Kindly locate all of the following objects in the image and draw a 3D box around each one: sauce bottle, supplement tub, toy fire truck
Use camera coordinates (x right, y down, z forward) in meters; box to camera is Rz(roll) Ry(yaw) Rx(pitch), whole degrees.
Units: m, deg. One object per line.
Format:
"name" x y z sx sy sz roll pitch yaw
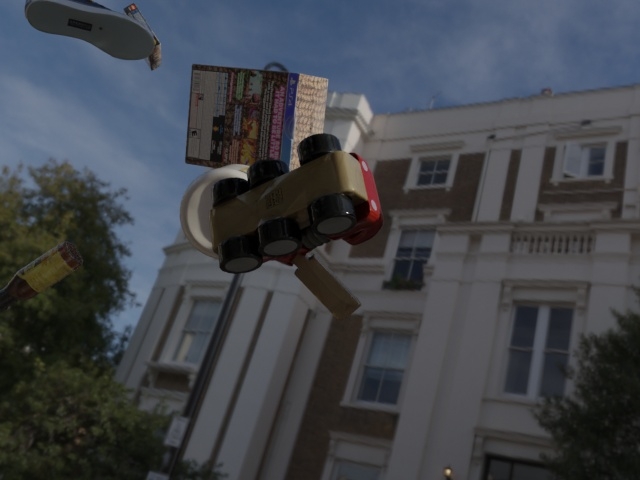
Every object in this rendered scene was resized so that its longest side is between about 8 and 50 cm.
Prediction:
"sauce bottle" -0.378 0.050 0.901 0.128 0.042 0.042 -33 -37 0
"supplement tub" -0.147 -0.054 1.147 0.144 0.144 0.200 18 9 -1
"toy fire truck" 0.000 0.000 0.934 0.217 0.158 0.246 -23 -27 24

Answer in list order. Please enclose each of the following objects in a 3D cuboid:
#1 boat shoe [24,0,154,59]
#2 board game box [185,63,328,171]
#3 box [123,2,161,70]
"boat shoe" -0.335 -0.326 0.995 0.183 0.083 0.065 12 -55 -33
"board game box" -0.151 -0.276 1.581 0.291 0.232 0.141 12 12 25
"box" -0.356 -0.406 1.369 0.094 0.027 0.137 58 -12 -5
